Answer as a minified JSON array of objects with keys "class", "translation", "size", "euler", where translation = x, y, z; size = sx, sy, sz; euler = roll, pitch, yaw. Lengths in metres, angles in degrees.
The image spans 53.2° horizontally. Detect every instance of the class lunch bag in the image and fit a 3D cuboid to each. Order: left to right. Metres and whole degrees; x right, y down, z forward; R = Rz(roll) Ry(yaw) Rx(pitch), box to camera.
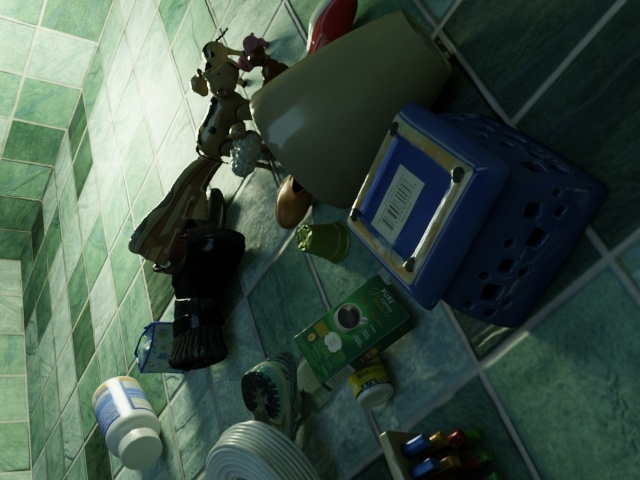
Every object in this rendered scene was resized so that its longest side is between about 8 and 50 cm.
[{"class":"lunch bag","translation":[-0.405,0.272,1.687],"size":[0.151,0.128,0.096],"euler":[-61,41,28]}]

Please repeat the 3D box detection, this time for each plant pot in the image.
[{"class":"plant pot","translation":[0.000,0.000,1.214],"size":[0.083,0.079,0.084],"euler":[-12,75,53]},{"class":"plant pot","translation":[0.071,-0.235,1.053],"size":[0.274,0.256,0.257],"euler":[-38,52,24]},{"class":"plant pot","translation":[0.182,-0.041,0.854],"size":[0.236,0.212,0.236],"euler":[49,123,45]}]

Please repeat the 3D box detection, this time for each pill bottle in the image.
[{"class":"pill bottle","translation":[-0.545,0.520,1.816],"size":[0.272,0.152,0.152],"euler":[38,115,51]},{"class":"pill bottle","translation":[0.073,0.217,1.083],"size":[0.065,0.065,0.116],"euler":[-55,44,33]}]

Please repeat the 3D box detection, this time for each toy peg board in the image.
[{"class":"toy peg board","translation":[0.179,0.319,0.849],"size":[0.079,0.160,0.161],"euler":[-40,51,23]}]

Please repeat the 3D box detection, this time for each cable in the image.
[{"class":"cable","translation":[-0.108,0.465,1.189],"size":[0.257,0.089,0.257],"euler":[-22,96,42]}]

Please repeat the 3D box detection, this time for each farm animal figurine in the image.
[{"class":"farm animal figurine","translation":[-0.221,-0.338,1.505],"size":[0.330,0.172,0.327],"euler":[31,109,52]}]

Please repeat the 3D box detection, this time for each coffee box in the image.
[{"class":"coffee box","translation":[0.056,0.153,1.065],"size":[0.184,0.040,0.113],"euler":[-39,46,2]}]

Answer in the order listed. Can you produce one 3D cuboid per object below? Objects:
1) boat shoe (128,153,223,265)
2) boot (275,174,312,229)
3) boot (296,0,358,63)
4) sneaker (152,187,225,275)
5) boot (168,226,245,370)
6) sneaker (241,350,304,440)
[{"class":"boat shoe","translation":[-0.329,-0.075,1.555],"size":[0.324,0.116,0.123],"euler":[-56,5,-20]},{"class":"boot","translation":[-0.043,-0.100,1.242],"size":[0.152,0.072,0.197],"euler":[-90,20,-76]},{"class":"boot","translation":[0.030,-0.343,1.235],"size":[0.244,0.088,0.176],"euler":[-63,39,38]},{"class":"sneaker","translation":[-0.356,-0.015,1.642],"size":[0.106,0.162,0.282],"euler":[51,124,46]},{"class":"boot","translation":[-0.266,0.147,1.508],"size":[0.348,0.131,0.260],"euler":[131,141,-52]},{"class":"sneaker","translation":[-0.076,0.343,1.251],"size":[0.110,0.122,0.283],"euler":[20,123,26]}]
